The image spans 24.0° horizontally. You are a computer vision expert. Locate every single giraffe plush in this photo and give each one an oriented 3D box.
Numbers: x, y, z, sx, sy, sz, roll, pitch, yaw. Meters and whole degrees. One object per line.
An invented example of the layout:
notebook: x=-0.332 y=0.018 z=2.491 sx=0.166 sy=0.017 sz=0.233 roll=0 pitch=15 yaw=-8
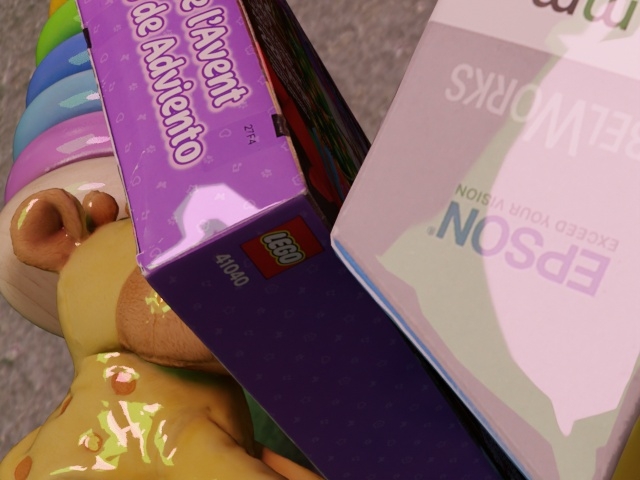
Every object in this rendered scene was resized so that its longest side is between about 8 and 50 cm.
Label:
giraffe plush: x=-0.064 y=0.066 z=0.666 sx=0.210 sy=0.181 sz=0.171 roll=7 pitch=86 yaw=27

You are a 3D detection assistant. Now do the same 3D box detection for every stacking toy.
stacking toy: x=-0.106 y=-0.106 z=0.866 sx=0.141 sy=0.141 sz=0.330 roll=-29 pitch=45 yaw=28

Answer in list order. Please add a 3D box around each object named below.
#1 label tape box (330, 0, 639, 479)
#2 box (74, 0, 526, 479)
label tape box: x=0.116 y=-0.005 z=0.499 sx=0.115 sy=0.249 sz=0.348 roll=24 pitch=85 yaw=30
box: x=0.000 y=0.000 z=0.582 sx=0.057 sy=0.293 sz=0.201 roll=-26 pitch=52 yaw=7
